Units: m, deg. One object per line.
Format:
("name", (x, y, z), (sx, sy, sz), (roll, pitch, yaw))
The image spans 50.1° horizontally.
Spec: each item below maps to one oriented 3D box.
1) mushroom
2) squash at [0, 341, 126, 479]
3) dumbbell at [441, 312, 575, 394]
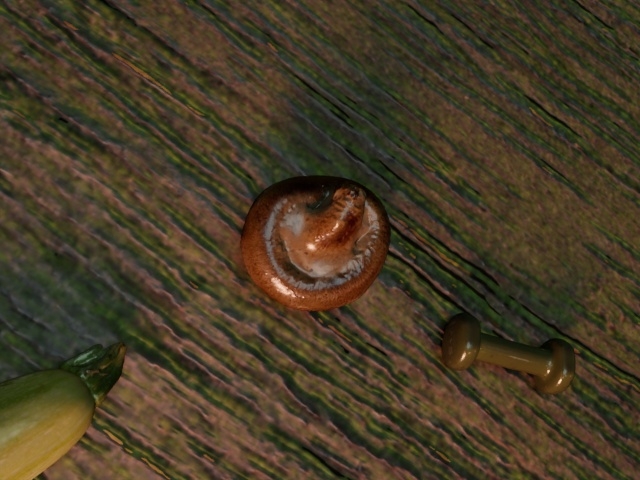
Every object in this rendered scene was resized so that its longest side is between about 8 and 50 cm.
("mushroom", (-0.003, -0.002, 0.558), (0.126, 0.085, 0.109), (6, 109, -19))
("squash", (-0.227, 0.131, 0.453), (0.224, 0.094, 0.094), (-29, 86, -30))
("dumbbell", (0.166, 0.101, 0.607), (0.118, 0.046, 0.052), (17, 66, -13))
